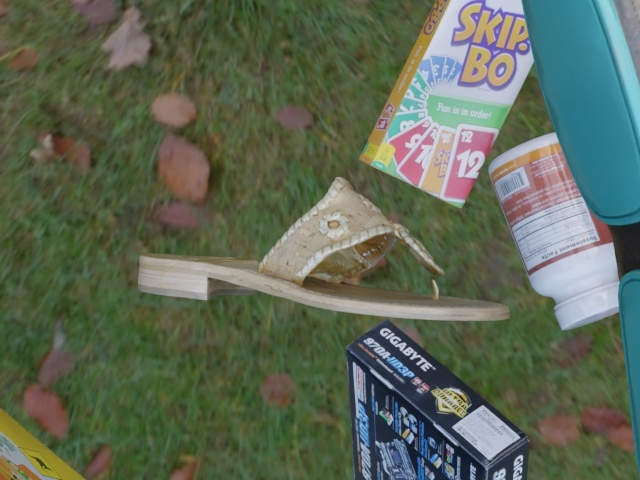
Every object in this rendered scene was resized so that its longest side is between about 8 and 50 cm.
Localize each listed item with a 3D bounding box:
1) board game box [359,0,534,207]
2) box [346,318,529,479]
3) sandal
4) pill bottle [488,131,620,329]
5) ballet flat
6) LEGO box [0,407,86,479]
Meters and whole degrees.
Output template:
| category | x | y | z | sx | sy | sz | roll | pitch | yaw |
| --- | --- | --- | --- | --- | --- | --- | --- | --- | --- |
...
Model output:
| category | x | y | z | sx | sy | sz | roll | pitch | yaw |
| --- | --- | --- | --- | --- | --- | --- | --- | --- | --- |
| board game box | 0.147 | -0.172 | 1.652 | 0.124 | 0.039 | 0.259 | 24 | 92 | -31 |
| box | 0.098 | 0.199 | 1.403 | 0.051 | 0.175 | 0.220 | -31 | 139 | -25 |
| sandal | -0.003 | 0.000 | 0.993 | 0.240 | 0.088 | 0.079 | 4 | 93 | 24 |
| pill bottle | 0.288 | -0.010 | 1.932 | 0.121 | 0.121 | 0.216 | -20 | 80 | 2 |
| ballet flat | 0.190 | -0.011 | 0.785 | 0.124 | 0.116 | 0.342 | -15 | 91 | -13 |
| LEGO box | -0.278 | 0.319 | 1.406 | 0.500 | 0.372 | 0.193 | 41 | 94 | -6 |
